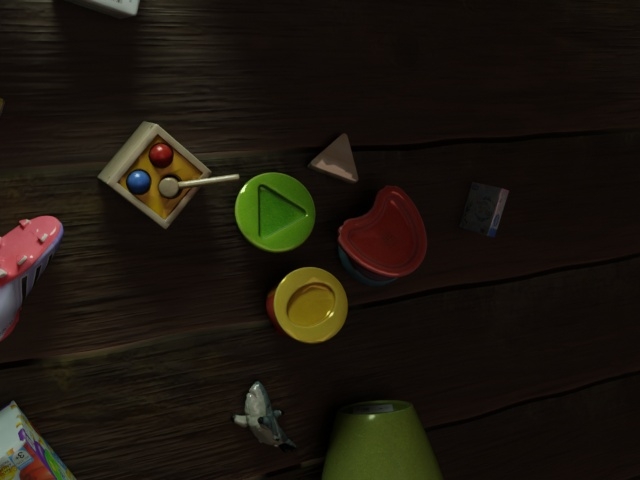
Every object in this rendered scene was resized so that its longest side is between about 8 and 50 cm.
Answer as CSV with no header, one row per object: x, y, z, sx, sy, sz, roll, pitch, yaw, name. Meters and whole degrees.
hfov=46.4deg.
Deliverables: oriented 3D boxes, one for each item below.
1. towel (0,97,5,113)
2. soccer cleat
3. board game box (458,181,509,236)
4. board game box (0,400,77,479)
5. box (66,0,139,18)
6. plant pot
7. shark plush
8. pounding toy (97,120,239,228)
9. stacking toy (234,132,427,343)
-0.470,-0.175,0.997,0.083,0.009,0.060,20,93,-30,towel
-0.441,0.073,1.043,0.248,0.083,0.095,-53,149,-13,soccer cleat
0.301,-0.058,1.384,0.020,0.090,0.090,12,96,-28,board game box
-0.420,0.398,1.082,0.142,0.144,0.275,-34,116,-17,board game box
-0.294,-0.362,1.001,0.101,0.087,0.102,12,96,-30,box
0.108,0.442,1.324,0.275,0.275,0.293,-4,88,-27,plant pot
-0.078,0.318,1.297,0.161,0.073,0.067,47,49,-23,shark plush
-0.221,-0.093,1.095,0.141,0.100,0.130,42,82,-29,pounding toy
0.000,0.000,1.261,0.309,0.130,0.279,-32,88,-21,stacking toy
